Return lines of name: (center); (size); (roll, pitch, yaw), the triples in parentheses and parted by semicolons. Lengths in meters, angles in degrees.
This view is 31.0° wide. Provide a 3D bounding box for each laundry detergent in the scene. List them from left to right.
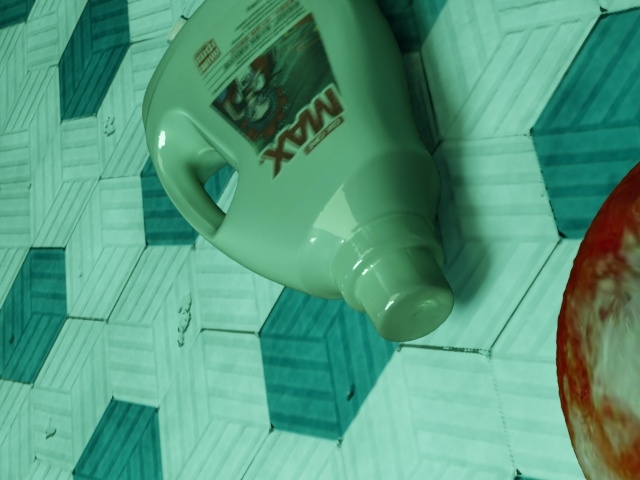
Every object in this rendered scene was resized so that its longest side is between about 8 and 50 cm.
laundry detergent: (-0.012, -0.064, 0.991); (0.264, 0.125, 0.397); (-41, 48, 15)

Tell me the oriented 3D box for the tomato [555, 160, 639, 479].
tomato: (0.242, 0.055, 0.553); (0.335, 0.176, 0.289); (-30, 54, 48)
